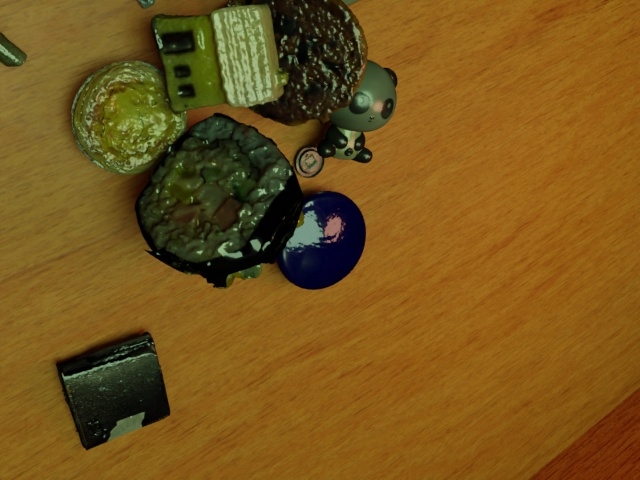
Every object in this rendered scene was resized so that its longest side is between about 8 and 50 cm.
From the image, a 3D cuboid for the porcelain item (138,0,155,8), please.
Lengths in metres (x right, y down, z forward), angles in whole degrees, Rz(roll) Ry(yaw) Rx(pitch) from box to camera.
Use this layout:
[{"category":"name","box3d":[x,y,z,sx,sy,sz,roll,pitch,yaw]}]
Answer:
[{"category":"porcelain item","box3d":[-0.346,-0.506,1.251,0.036,0.028,0.083,3,108,-16]}]

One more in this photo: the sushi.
[{"category":"sushi","box3d":[-0.184,-0.051,1.330,0.327,0.329,0.285,-62,157,-18]}]

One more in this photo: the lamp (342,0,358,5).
[{"category":"lamp","box3d":[0.003,-0.582,1.385,0.314,0.182,0.182,-31,126,12]}]

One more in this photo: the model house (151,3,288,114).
[{"category":"model house","box3d":[-0.183,-0.366,1.254,0.234,0.175,0.193,-5,108,11]}]

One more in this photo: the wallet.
[{"category":"wallet","box3d":[-0.479,0.359,1.481,0.221,0.071,0.262,-20,125,-26]}]

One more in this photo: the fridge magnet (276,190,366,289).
[{"category":"fridge magnet","box3d":[0.000,0.000,1.617,0.266,0.113,0.265,-13,115,-28]}]

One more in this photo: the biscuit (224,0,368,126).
[{"category":"biscuit","box3d":[-0.067,-0.400,1.365,0.334,0.081,0.289,14,113,-1]}]

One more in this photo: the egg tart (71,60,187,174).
[{"category":"egg tart","box3d":[-0.390,-0.250,1.282,0.234,0.094,0.234,-15,118,-29]}]

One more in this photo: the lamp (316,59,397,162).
[{"category":"lamp","box3d":[0.078,-0.313,1.510,0.198,0.198,0.243,1,116,-33]}]

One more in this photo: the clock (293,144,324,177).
[{"category":"clock","box3d":[-0.028,-0.199,1.580,0.085,0.017,0.085,-12,114,-29]}]

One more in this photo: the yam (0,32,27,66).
[{"category":"yam","box3d":[-0.586,-0.356,1.146,0.043,0.043,0.094,-48,126,-8]}]
